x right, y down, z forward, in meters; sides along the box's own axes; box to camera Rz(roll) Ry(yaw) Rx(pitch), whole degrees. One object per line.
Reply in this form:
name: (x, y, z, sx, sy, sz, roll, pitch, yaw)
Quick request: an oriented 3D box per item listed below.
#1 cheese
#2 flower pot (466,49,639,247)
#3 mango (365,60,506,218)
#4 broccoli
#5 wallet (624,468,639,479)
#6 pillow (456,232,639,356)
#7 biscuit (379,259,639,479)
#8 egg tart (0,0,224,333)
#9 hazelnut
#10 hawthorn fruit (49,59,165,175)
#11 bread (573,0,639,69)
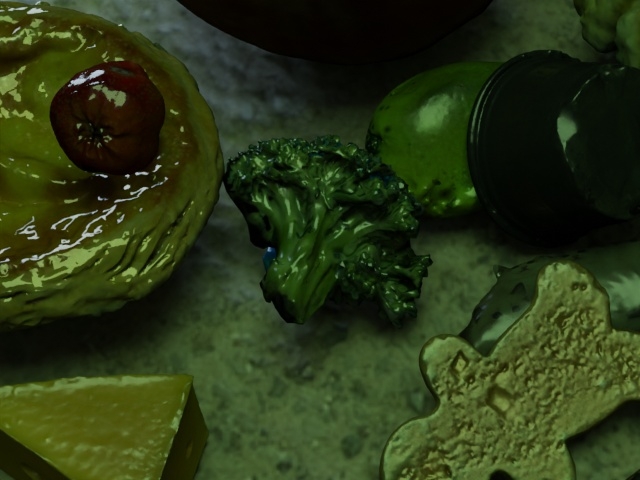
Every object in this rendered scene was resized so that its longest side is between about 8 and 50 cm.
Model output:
cheese: (-0.183, 0.155, 1.407, 0.171, 0.093, 0.126, 12, 60, 11)
flower pot: (0.205, -0.072, 1.495, 0.157, 0.157, 0.107, -41, 20, -23)
mango: (0.119, -0.085, 1.561, 0.178, 0.100, 0.119, -19, 96, -19)
broccoli: (0.000, 0.000, 1.479, 0.154, 0.167, 0.160, 1, 39, 38)
wallet: (0.169, 0.292, 1.328, 0.317, 0.044, 0.169, -32, 61, -18)
pillow: (0.212, 0.040, 1.496, 0.241, 0.051, 0.093, -14, 58, -5)
biscuit: (0.140, 0.123, 1.428, 0.234, 0.030, 0.153, -42, 81, -10)
egg tart: (-0.243, -0.043, 1.522, 0.341, 0.132, 0.341, 0, 55, 0)
hazelnut: (0.020, -0.302, 1.565, 0.366, 0.366, 0.366, -1, 55, 1)
hawthorn fruit: (-0.155, -0.092, 1.437, 0.093, 0.093, 0.093, -1, 55, 1)
bread: (0.406, -0.173, 1.481, 0.239, 0.264, 0.395, -9, 49, -30)
